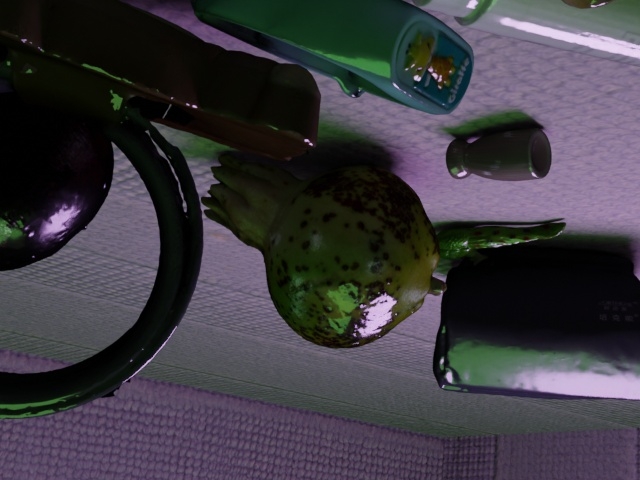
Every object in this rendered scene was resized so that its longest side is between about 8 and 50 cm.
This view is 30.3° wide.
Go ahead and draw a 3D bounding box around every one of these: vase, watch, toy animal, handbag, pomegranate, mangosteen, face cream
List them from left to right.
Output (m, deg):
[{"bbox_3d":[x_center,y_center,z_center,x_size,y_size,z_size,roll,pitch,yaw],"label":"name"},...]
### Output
[{"bbox_3d":[-0.325,-0.091,1.147,0.211,0.211,0.250,-12,125,46],"label":"mangosteen"},{"bbox_3d":[-0.202,-0.021,0.922,0.335,0.327,0.314,19,178,-10],"label":"watch"},{"bbox_3d":[0.009,-0.013,1.346,0.204,0.276,0.222,-32,165,-15],"label":"pomegranate"},{"bbox_3d":[0.012,-0.153,0.899,0.195,0.068,0.237,22,-175,30],"label":"watch"},{"bbox_3d":[0.218,0.003,1.540,0.217,0.041,0.075,-6,160,20],"label":"toy animal"},{"bbox_3d":[0.182,-0.087,1.216,0.101,0.053,0.053,-1,164,37],"label":"vase"},{"bbox_3d":[0.311,0.090,1.626,0.302,0.178,0.275,2,-153,8],"label":"handbag"},{"bbox_3d":[0.187,-0.178,0.812,0.346,0.102,0.102,10,163,-18],"label":"face cream"}]

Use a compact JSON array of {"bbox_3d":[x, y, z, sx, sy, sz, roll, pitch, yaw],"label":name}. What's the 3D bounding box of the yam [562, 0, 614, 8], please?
[{"bbox_3d":[0.082,-0.227,0.647,0.066,0.066,0.300,-12,145,45],"label":"yam"}]
